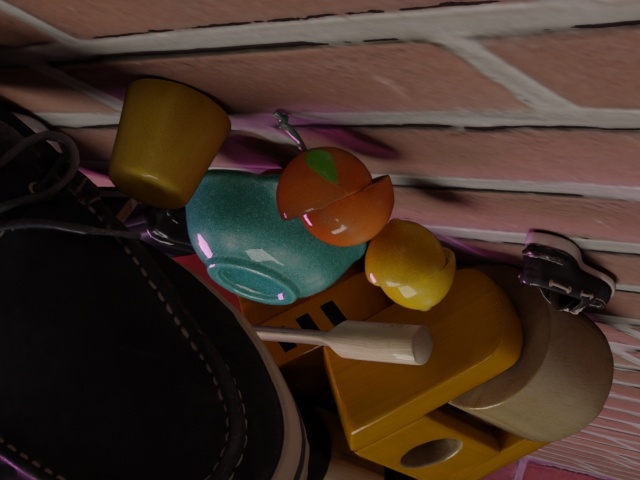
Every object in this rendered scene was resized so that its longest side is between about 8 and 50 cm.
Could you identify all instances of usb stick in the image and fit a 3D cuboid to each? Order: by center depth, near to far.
[{"bbox_3d":[-0.167,-0.007,1.321,0.077,0.045,0.278,14,172,-20],"label":"usb stick"}]

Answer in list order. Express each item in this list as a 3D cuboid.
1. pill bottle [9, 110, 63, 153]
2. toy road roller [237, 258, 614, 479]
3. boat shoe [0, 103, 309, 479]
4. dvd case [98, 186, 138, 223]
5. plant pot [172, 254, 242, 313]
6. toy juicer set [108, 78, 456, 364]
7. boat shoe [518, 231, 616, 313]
[{"bbox_3d":[-0.339,-0.053,1.100,0.245,0.136,0.136,12,169,31],"label":"pill bottle"},{"bbox_3d":[0.053,0.086,1.134,0.329,0.241,0.202,-29,148,22],"label":"toy road roller"},{"bbox_3d":[-0.205,0.020,0.830,0.500,0.187,0.156,42,173,31],"label":"boat shoe"},{"bbox_3d":[-0.265,0.007,1.140,0.164,0.018,0.221,1,-152,13],"label":"dvd case"},{"bbox_3d":[-0.114,0.149,1.503,0.274,0.243,0.275,18,170,3],"label":"plant pot"},{"bbox_3d":[0.000,0.000,0.925,0.209,0.090,0.329,11,158,18],"label":"toy juicer set"},{"bbox_3d":[0.169,0.030,0.926,0.046,0.038,0.125,13,169,29],"label":"boat shoe"}]
